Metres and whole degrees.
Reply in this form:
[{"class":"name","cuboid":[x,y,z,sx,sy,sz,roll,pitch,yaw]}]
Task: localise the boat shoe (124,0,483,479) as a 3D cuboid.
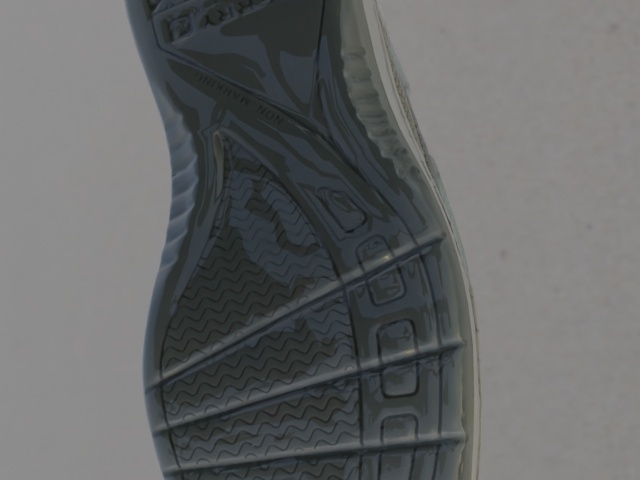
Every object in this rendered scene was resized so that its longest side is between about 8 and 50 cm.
[{"class":"boat shoe","cuboid":[-0.003,0.000,0.649,0.103,0.118,0.320,41,-146,-64]}]
